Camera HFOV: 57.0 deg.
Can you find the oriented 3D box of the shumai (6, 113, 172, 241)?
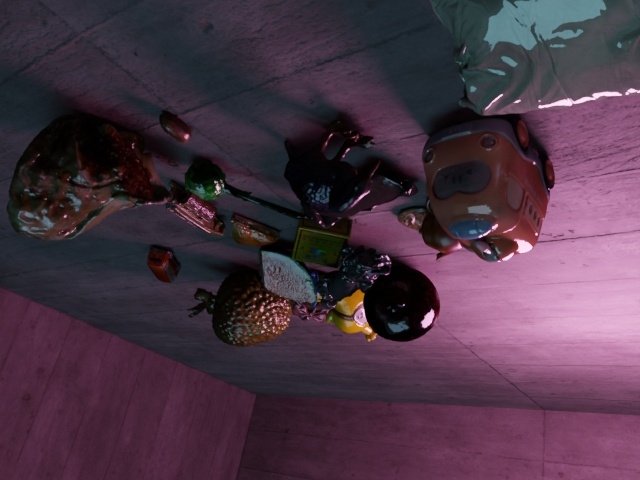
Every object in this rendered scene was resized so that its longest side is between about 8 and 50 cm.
[{"bbox_3d":[-0.501,-0.107,1.329,0.288,0.330,0.292,27,127,-7],"label":"shumai"}]

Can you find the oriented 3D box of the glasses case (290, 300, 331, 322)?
[{"bbox_3d":[-0.029,0.257,2.168,0.193,0.070,0.102,2,152,20],"label":"glasses case"}]

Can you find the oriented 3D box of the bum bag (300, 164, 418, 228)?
[{"bbox_3d":[0.073,-0.104,1.374,0.142,0.080,0.326,24,150,-39],"label":"bum bag"}]

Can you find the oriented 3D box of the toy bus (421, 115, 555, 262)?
[{"bbox_3d":[0.316,-0.083,1.130,0.194,0.232,0.287,-7,151,40],"label":"toy bus"}]

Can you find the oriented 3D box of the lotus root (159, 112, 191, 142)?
[{"bbox_3d":[-0.316,-0.246,1.289,0.030,0.037,0.083,-13,145,36],"label":"lotus root"}]

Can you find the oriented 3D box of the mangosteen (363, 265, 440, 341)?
[{"bbox_3d":[0.246,0.192,1.750,0.228,0.228,0.265,1,167,22],"label":"mangosteen"}]

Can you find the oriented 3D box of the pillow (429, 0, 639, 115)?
[{"bbox_3d":[0.309,-0.299,0.793,0.309,0.138,0.283,-3,142,25],"label":"pillow"}]

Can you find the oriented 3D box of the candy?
[{"bbox_3d":[-0.173,-0.104,1.424,0.323,0.097,0.097,21,155,1],"label":"candy"}]

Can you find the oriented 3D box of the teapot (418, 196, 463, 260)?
[{"bbox_3d":[0.284,-0.028,1.397,0.116,0.116,0.173,-2,117,28],"label":"teapot"}]

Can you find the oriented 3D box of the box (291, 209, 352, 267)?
[{"bbox_3d":[0.000,0.001,1.631,0.140,0.064,0.220,11,153,-3],"label":"box"}]

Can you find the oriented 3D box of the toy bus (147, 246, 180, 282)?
[{"bbox_3d":[-0.543,0.089,2.040,0.079,0.077,0.174,10,154,6],"label":"toy bus"}]

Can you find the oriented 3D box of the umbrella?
[{"bbox_3d":[0.077,0.110,1.669,0.143,0.094,0.349,30,149,-2],"label":"umbrella"}]

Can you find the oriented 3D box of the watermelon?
[{"bbox_3d":[-0.094,0.079,1.782,0.231,0.128,0.146,20,140,8],"label":"watermelon"}]

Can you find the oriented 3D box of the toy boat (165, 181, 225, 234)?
[{"bbox_3d":[-0.335,-0.081,1.608,0.088,0.068,0.226,-12,146,30],"label":"toy boat"}]

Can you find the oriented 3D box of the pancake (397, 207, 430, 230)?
[{"bbox_3d":[0.246,-0.052,1.467,0.108,0.017,0.108,10,154,5],"label":"pancake"}]

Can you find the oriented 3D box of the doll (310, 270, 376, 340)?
[{"bbox_3d":[0.081,0.204,1.964,0.199,0.145,0.363,-44,120,13],"label":"doll"}]

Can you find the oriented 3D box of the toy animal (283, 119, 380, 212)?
[{"bbox_3d":[0.013,-0.144,1.190,0.122,0.186,0.298,28,169,-40],"label":"toy animal"}]

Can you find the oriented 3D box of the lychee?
[{"bbox_3d":[-0.258,0.233,2.005,0.319,0.270,0.270,10,157,31],"label":"lychee"}]

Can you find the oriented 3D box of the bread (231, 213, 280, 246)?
[{"bbox_3d":[-0.213,-0.015,1.710,0.154,0.054,0.136,26,154,-22],"label":"bread"}]
